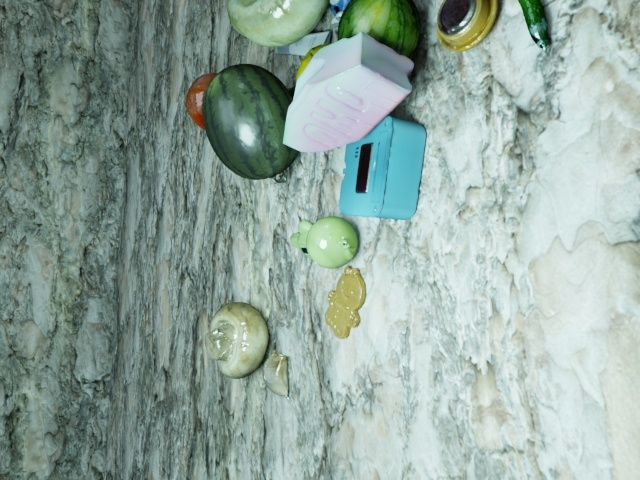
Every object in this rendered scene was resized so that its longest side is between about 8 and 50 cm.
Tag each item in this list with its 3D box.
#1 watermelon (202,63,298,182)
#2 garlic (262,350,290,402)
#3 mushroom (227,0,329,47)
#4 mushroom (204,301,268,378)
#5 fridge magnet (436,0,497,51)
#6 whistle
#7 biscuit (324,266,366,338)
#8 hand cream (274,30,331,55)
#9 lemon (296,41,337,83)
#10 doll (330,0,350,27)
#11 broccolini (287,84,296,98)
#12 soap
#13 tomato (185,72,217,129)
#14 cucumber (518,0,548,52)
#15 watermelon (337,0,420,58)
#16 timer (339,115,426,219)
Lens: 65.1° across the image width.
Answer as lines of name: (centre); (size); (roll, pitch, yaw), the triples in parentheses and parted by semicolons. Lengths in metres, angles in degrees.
watermelon: (-0.195, -0.333, 1.475); (0.278, 0.278, 0.360); (-4, 112, 53)
garlic: (-0.134, 0.403, 1.489); (0.084, 0.066, 0.152); (-18, 70, 49)
mushroom: (-0.122, -0.728, 1.439); (0.352, 0.260, 0.353); (-23, 53, 33)
mushroom: (-0.273, 0.312, 1.598); (0.254, 0.184, 0.255); (21, 117, 50)
fridge magnet: (0.293, -0.459, 1.024); (0.143, 0.063, 0.143); (-7, 81, 49)
whistle: (0.009, -0.006, 1.327); (0.294, 0.141, 0.141); (-151, 70, -69)
biscuit: (0.064, 0.163, 1.288); (0.184, 0.027, 0.133); (-59, 42, 30)
hand cream: (-0.055, -0.590, 1.519); (0.255, 0.048, 0.080); (25, 97, 51)
lemon: (0.022, -0.404, 1.283); (0.193, 0.180, 0.181); (161, 110, -64)
doll: (0.076, -0.674, 1.267); (0.215, 0.161, 0.257); (-149, 67, -67)
broccolini: (-0.088, -0.476, 1.525); (0.392, 0.073, 0.079); (-26, 72, 51)
soap: (0.038, -0.317, 1.142); (0.324, 0.192, 0.109); (-36, 38, 54)
tomato: (-0.377, -0.491, 1.811); (0.208, 0.208, 0.185); (-37, 59, 45)
cucumber: (0.390, -0.411, 0.914); (0.037, 0.037, 0.155); (-31, 62, 47)
watermelon: (0.129, -0.466, 1.149); (0.215, 0.187, 0.188); (109, 145, -48)
timer: (0.135, -0.169, 1.216); (0.250, 0.091, 0.232); (-166, 82, -65)
